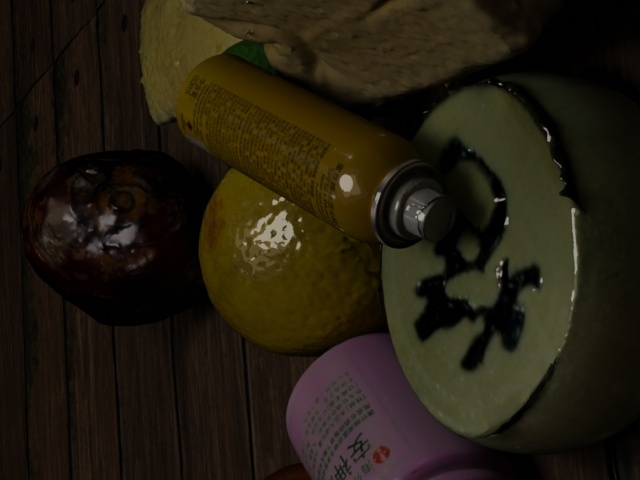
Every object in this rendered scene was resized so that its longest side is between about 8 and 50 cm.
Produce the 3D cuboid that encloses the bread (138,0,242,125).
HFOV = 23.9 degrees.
[{"bbox_3d":[-0.105,-0.275,1.941,0.375,0.165,0.236,-1,91,62],"label":"bread"}]

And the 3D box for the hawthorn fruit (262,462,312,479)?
[{"bbox_3d":[-0.023,0.329,1.764,0.203,0.163,0.162,-143,59,-78],"label":"hawthorn fruit"}]

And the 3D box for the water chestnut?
[{"bbox_3d":[-0.287,-0.001,2.157,0.289,0.289,0.244,31,119,59],"label":"water chestnut"}]

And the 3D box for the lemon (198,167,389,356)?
[{"bbox_3d":[-0.001,0.001,1.617,0.267,0.267,0.267,-11,77,62],"label":"lemon"}]

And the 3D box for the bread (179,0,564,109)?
[{"bbox_3d":[0.066,-0.349,1.413,0.390,0.279,0.371,-5,62,60],"label":"bread"}]

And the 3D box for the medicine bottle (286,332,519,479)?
[{"bbox_3d":[0.094,0.241,1.492,0.290,0.178,0.178,56,135,49],"label":"medicine bottle"}]

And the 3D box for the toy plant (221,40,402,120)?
[{"bbox_3d":[-0.016,-0.205,1.672,0.175,0.235,0.218,9,90,57],"label":"toy plant"}]

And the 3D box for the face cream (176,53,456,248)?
[{"bbox_3d":[-0.002,-0.080,1.432,0.349,0.105,0.105,31,115,45],"label":"face cream"}]

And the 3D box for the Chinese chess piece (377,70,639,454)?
[{"bbox_3d":[0.187,0.019,1.375,0.349,0.146,0.349,-11,78,62],"label":"Chinese chess piece"}]
